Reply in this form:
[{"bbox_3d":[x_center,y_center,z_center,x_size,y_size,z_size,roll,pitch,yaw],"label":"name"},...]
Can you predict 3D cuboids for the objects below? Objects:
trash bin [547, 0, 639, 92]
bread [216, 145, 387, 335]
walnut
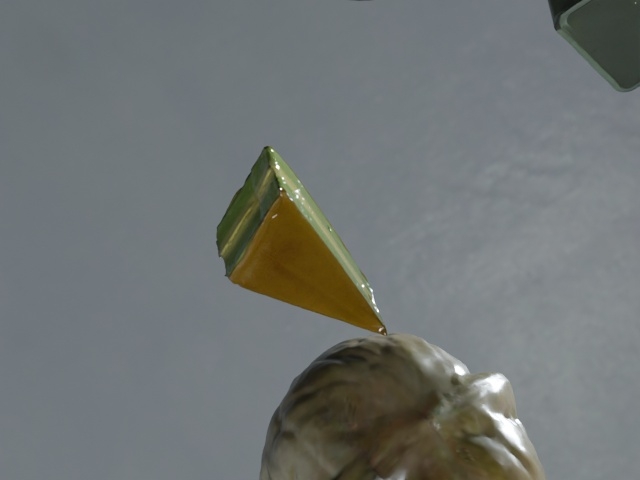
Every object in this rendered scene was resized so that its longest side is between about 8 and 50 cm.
[{"bbox_3d":[0.333,-0.318,1.864,0.164,0.122,0.240,37,32,-39],"label":"trash bin"},{"bbox_3d":[0.004,0.002,1.181,0.139,0.084,0.074,21,26,-23],"label":"bread"},{"bbox_3d":[0.069,0.196,1.309,0.248,0.248,0.248,57,6,-10],"label":"walnut"}]
